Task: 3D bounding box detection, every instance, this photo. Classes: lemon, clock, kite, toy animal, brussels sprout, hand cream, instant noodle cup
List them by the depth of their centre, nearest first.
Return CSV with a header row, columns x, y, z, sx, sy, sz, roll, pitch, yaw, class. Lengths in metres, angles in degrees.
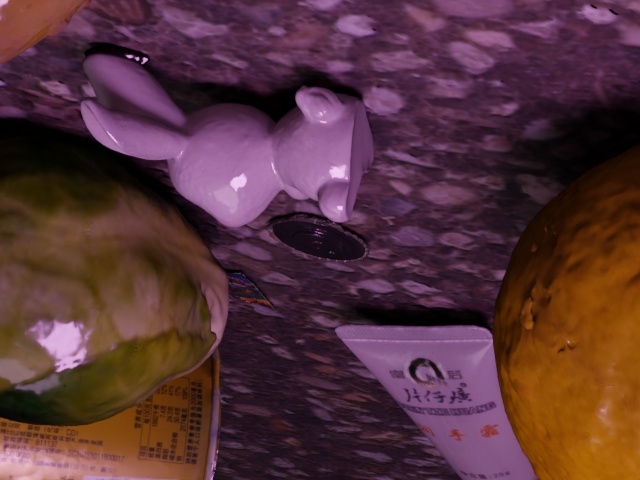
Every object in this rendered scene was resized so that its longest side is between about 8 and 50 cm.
x,y,z,sx,sy,sz,roll,pitch,yaw,class
0.227,0.062,1.174,0.245,0.245,0.320,8,153,11,lemon
-0.061,-0.072,1.241,0.182,0.131,0.127,0,125,12,toy animal
-0.191,0.033,1.408,0.271,0.210,0.219,10,171,-42,brussels sprout
0.000,0.000,1.465,0.074,0.010,0.083,-11,149,45,clock
-0.085,0.038,1.617,0.122,0.004,0.090,18,159,-14,kite
-0.235,0.167,1.648,0.254,0.325,0.325,7,161,-14,instant noodle cup
0.137,0.144,1.676,0.140,0.089,0.314,-3,147,28,hand cream

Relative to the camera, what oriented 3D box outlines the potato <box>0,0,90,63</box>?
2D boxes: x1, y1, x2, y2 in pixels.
x,y,z,sx,sy,sz,roll,pitch,yaw,class
-0.211,-0.151,1.057,0.202,0.117,0.182,14,156,-2,potato
